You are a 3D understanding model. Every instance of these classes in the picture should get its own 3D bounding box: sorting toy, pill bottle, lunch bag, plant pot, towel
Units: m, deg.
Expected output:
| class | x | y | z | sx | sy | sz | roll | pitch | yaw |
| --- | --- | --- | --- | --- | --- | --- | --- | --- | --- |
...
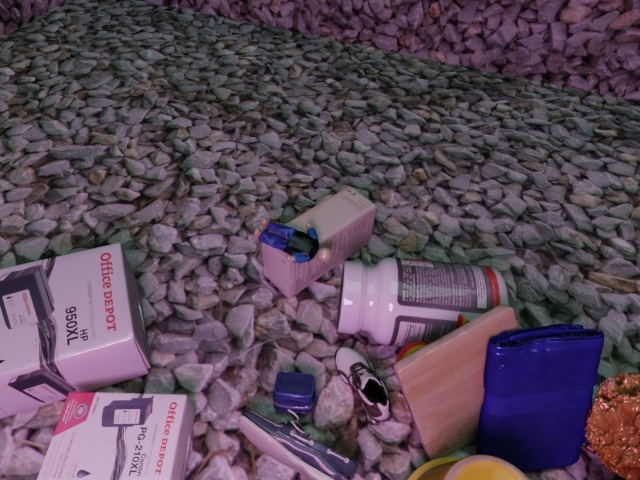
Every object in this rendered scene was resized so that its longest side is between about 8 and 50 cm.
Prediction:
| class | x | y | z | sx | sy | sz | roll | pitch | yaw |
| --- | --- | --- | --- | --- | --- | --- | --- | --- | --- |
| sorting toy | 0.283 | 0.277 | 0.943 | 0.257 | 0.255 | 0.089 | -26 | 23 | -9 |
| pill bottle | 0.228 | 0.148 | 1.090 | 0.363 | 0.210 | 0.210 | 6 | 48 | 1 |
| lunch bag | -0.053 | 0.332 | 1.002 | 0.098 | 0.065 | 0.067 | 6 | 32 | 3 |
| plant pot | 0.253 | 0.480 | 0.774 | 0.254 | 0.239 | 0.254 | 2 | 47 | -2 |
| towel | 0.420 | 0.313 | 0.913 | 0.228 | 0.308 | 0.076 | -3 | 19 | -6 |

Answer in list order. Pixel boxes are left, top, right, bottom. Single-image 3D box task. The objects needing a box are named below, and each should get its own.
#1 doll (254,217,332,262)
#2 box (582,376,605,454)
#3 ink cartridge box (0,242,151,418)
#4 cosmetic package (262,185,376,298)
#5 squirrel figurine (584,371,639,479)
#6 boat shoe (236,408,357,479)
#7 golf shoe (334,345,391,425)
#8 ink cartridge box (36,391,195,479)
| class | x | y | z | sx | sy | sz | roll | pitch | yaw |
| --- | --- | --- | --- | --- | --- | --- | --- | --- | --- |
| doll | -0.058 | 0.002 | 1.100 | 0.189 | 0.046 | 0.129 | 23 | 52 | 15 |
| box | 0.540 | 0.340 | 1.049 | 0.233 | 0.044 | 0.159 | 32 | 54 | 23 |
| ink cartridge box | -0.608 | 0.195 | 1.016 | 0.395 | 0.166 | 0.285 | -14 | 51 | -17 |
| cosmetic package | 0.000 | 0.000 | 1.243 | 0.309 | 0.160 | 0.113 | -32 | 57 | -29 |
| squirrel figurine | 0.621 | 0.444 | 0.828 | 0.370 | 0.281 | 0.397 | -16 | 61 | 1 |
| boat shoe | -0.048 | 0.404 | 0.917 | 0.254 | 0.095 | 0.079 | 26 | 53 | 16 |
| golf shoe | 0.098 | 0.302 | 1.021 | 0.077 | 0.094 | 0.198 | -23 | 52 | -21 |
| ink cartridge box | -0.382 | 0.395 | 0.896 | 0.237 | 0.100 | 0.172 | 2 | 48 | -2 |
